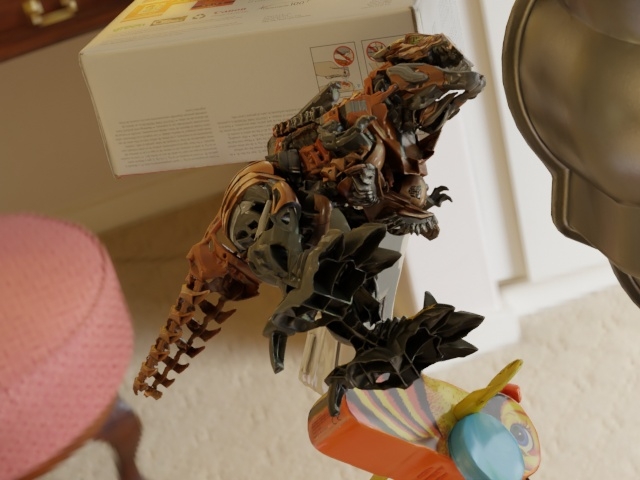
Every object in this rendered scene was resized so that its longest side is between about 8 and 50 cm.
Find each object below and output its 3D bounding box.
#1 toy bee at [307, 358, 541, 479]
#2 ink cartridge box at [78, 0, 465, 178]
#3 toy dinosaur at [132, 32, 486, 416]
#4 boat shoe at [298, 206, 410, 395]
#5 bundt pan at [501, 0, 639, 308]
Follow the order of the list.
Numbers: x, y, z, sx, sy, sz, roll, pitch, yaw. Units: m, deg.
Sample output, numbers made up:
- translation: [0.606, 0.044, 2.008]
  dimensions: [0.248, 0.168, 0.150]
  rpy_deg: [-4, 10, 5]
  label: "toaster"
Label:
- translation: [0.120, 0.179, 1.196]
  dimensions: [0.195, 0.298, 0.162]
  rpy_deg: [-23, 33, 25]
  label: "toy bee"
- translation: [-0.028, -0.186, 1.308]
  dimensions: [0.309, 0.130, 0.272]
  rpy_deg: [-5, 26, 17]
  label: "ink cartridge box"
- translation: [0.000, 0.000, 0.981]
  dimensions: [0.164, 0.322, 0.218]
  rpy_deg: [13, 29, -37]
  label: "toy dinosaur"
- translation: [0.028, 0.037, 1.369]
  dimensions: [0.088, 0.268, 0.096]
  rpy_deg: [18, 27, 24]
  label: "boat shoe"
- translation: [0.233, -0.073, 0.494]
  dimensions: [0.330, 0.331, 0.124]
  rpy_deg: [-11, 20, 6]
  label: "bundt pan"
